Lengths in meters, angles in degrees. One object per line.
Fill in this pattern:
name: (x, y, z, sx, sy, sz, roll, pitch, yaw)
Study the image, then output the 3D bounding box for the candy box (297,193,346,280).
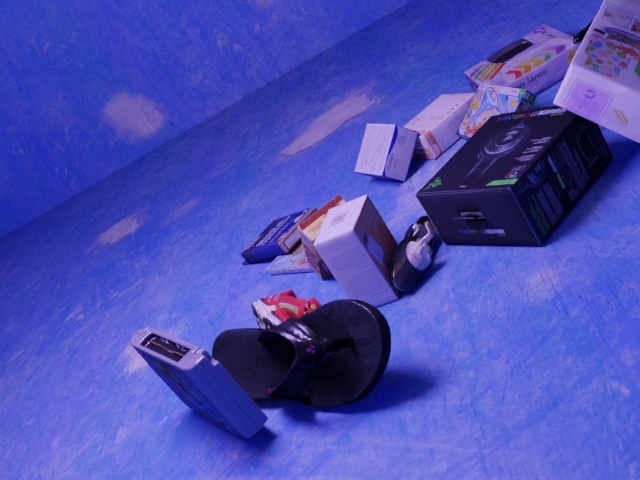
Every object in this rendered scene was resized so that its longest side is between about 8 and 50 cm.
candy box: (0.020, -0.003, 1.819, 0.109, 0.186, 0.053, -38, 63, -13)

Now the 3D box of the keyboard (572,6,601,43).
keyboard: (0.682, -0.477, 2.011, 0.202, 0.033, 0.317, 24, 56, 39)

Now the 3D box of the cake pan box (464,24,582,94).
cake pan box: (0.503, -0.428, 2.190, 0.246, 0.070, 0.267, -28, 23, 6)

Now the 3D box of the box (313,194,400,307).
box: (0.080, 0.024, 1.677, 0.091, 0.170, 0.130, -22, 25, 27)

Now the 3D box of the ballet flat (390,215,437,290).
ballet flat: (0.183, 0.015, 1.683, 0.074, 0.074, 0.203, -20, 23, 29)

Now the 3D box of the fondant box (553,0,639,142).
fondant box: (0.590, -0.316, 1.619, 0.330, 0.238, 0.096, -54, -14, -43)

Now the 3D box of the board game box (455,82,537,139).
board game box: (0.391, -0.278, 1.990, 0.136, 0.035, 0.201, -65, 23, 4)

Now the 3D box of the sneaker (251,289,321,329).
sneaker: (-0.046, 0.153, 1.682, 0.118, 0.107, 0.279, -26, 24, -12)

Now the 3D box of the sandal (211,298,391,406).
sandal: (-0.061, 0.206, 1.489, 0.107, 0.167, 0.446, -3, -11, -43)

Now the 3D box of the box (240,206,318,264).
box: (-0.106, -0.009, 2.139, 0.136, 0.036, 0.225, -48, 17, -32)

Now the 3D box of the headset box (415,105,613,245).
headset box: (0.353, -0.113, 1.651, 0.283, 0.131, 0.246, -45, 24, -26)

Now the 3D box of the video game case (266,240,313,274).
video game case: (0.000, 0.000, 2.032, 0.193, 0.023, 0.212, -7, 34, 48)

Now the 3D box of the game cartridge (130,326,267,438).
game cartridge: (-0.215, 0.252, 1.564, 0.062, 0.198, 0.297, -42, 23, -22)

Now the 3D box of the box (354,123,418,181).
box: (0.156, -0.211, 2.122, 0.137, 0.072, 0.126, 18, 93, 62)

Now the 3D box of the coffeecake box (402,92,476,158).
coffeecake box: (0.288, -0.280, 2.167, 0.185, 0.068, 0.142, -40, 23, -18)
